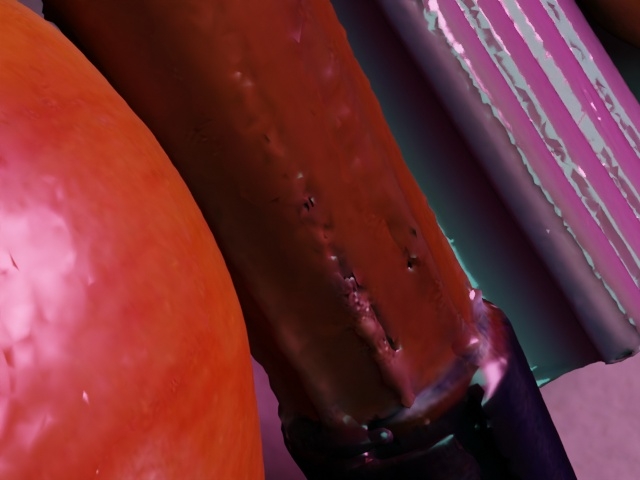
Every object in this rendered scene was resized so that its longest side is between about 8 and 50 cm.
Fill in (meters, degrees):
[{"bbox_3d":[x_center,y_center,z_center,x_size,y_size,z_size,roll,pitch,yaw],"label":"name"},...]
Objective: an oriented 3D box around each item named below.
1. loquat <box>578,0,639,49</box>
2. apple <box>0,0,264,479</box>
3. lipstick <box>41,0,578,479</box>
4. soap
[{"bbox_3d":[0.153,-0.138,0.642,0.163,0.137,0.163,3,78,-13],"label":"loquat"},{"bbox_3d":[-0.119,0.063,0.393,0.242,0.242,0.241,49,59,-12],"label":"apple"},{"bbox_3d":[0.000,0.000,0.483,0.077,0.077,0.418,-47,125,-28],"label":"lipstick"},{"bbox_3d":[0.048,-0.057,0.585,0.203,0.065,0.122,57,31,-7],"label":"soap"}]
